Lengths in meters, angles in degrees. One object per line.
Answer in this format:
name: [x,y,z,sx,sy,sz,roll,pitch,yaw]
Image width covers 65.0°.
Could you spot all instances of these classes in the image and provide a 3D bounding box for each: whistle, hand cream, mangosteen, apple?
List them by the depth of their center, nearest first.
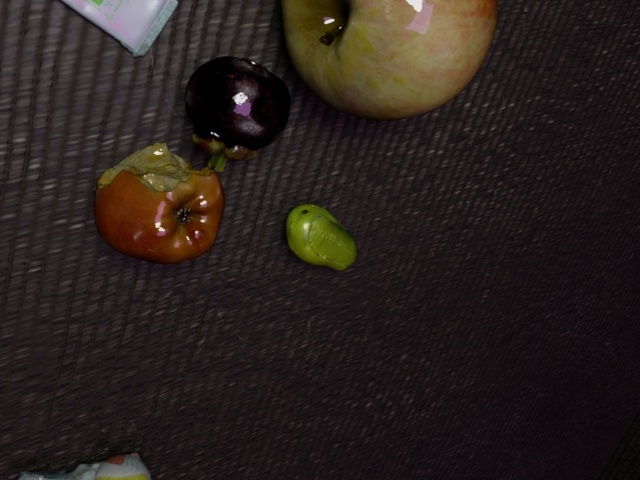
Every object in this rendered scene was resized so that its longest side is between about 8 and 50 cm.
hand cream: [-0.290,-0.313,0.537,0.079,0.050,0.275,-35,136,26]
apple: [0.088,-0.280,0.623,0.234,0.257,0.256,-24,124,-32]
apple: [-0.203,-0.038,0.645,0.156,0.158,0.146,9,111,-36]
mangosteen: [-0.112,-0.159,0.650,0.137,0.137,0.151,16,103,-33]
whistle: [-0.368,0.396,0.817,0.223,0.123,0.122,19,105,-16]

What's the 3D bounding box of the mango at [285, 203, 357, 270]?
mango: [0.000,0.000,0.828,0.091,0.074,0.165,-50,138,-3]
